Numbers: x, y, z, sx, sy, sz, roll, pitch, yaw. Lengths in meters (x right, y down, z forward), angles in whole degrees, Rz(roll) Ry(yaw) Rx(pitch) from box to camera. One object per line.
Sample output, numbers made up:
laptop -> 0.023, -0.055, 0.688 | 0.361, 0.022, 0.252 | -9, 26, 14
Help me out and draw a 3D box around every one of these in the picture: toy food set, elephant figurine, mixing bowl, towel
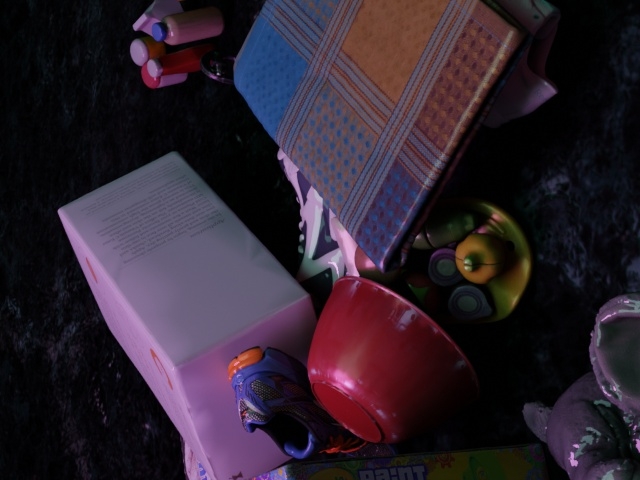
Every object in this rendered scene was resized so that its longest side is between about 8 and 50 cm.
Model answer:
toy food set -> -0.212, -0.272, 1.710 | 0.232, 0.104, 0.111 | -29, 83, 53
elephant figurine -> 0.288, 0.102, 0.978 | 0.239, 0.186, 0.169 | -65, -4, 13
mixing bowl -> 0.054, 0.132, 1.245 | 0.098, 0.181, 0.181 | -48, 29, -21
toy food set -> 0.095, 0.031, 1.244 | 0.217, 0.071, 0.128 | -6, 102, 35
towel -> 0.043, -0.178, 1.266 | 0.370, 0.040, 0.271 | 53, 123, 44

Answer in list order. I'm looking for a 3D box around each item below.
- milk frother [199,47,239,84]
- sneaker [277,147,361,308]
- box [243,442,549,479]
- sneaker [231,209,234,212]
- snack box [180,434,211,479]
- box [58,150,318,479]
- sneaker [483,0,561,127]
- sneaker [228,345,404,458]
milk frother -> -0.052, -0.237, 1.468 | 0.129, 0.143, 0.135 | 42, 124, 57
sneaker -> 0.000, 0.000, 1.419 | 0.235, 0.094, 0.153 | 44, 115, 35
box -> 0.028, 0.307, 1.190 | 0.279, 0.289, 0.177 | -32, 63, 51
sneaker -> -0.190, -0.019, 1.700 | 0.170, 0.089, 0.051 | -1, 87, 55
snack box -> -0.157, 0.298, 1.690 | 0.064, 0.022, 0.178 | -31, 62, 49
box -> -0.141, 0.086, 1.481 | 0.345, 0.168, 0.215 | 46, 158, 46
sneaker -> 0.180, -0.216, 1.208 | 0.094, 0.080, 0.212 | -20, 70, 34
sneaker -> -0.006, 0.192, 1.313 | 0.083, 0.221, 0.087 | -39, 36, 38
